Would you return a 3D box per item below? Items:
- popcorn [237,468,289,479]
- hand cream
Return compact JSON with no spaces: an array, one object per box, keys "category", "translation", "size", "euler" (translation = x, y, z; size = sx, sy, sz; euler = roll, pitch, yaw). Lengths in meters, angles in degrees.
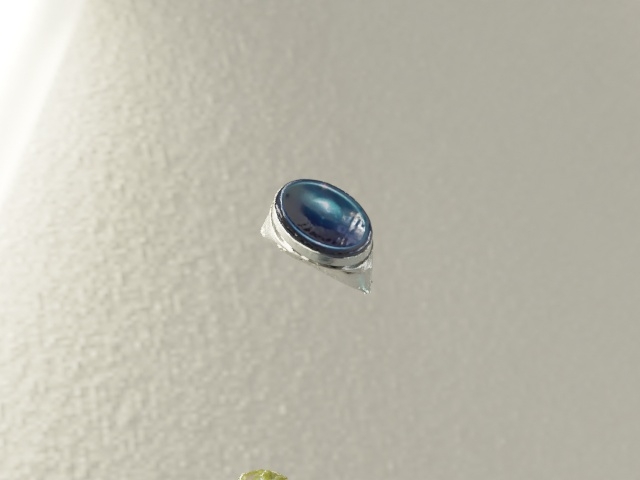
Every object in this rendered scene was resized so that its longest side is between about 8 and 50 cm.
[{"category":"popcorn","translation":[-0.071,0.381,2.164],"size":[0.145,0.126,0.125],"euler":[35,-97,-11]},{"category":"hand cream","translation":[0.000,0.000,1.398],"size":[0.061,0.120,0.270],"euler":[-62,-3,-7]}]
